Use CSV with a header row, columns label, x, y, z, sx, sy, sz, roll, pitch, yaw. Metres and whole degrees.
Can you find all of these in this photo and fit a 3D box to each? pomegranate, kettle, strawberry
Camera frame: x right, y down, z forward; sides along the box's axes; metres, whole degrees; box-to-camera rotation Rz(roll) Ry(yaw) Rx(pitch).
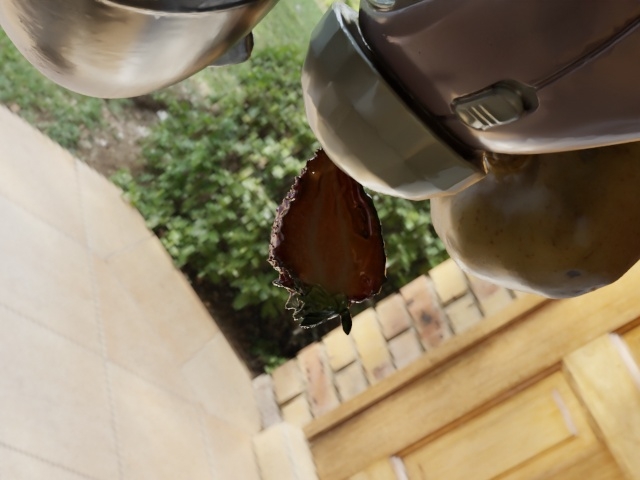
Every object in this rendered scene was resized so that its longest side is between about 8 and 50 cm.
label,x,y,z,sx,sy,sz,roll,pitch,yaw
pomegranate,0.295,-0.082,1.328,0.342,0.342,0.342,50,18,-22
kettle,-0.135,-0.173,0.584,0.207,0.251,0.271,65,-24,8
strawberry,-0.001,0.004,1.087,0.192,0.140,0.085,62,-25,-9

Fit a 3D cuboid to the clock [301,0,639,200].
label,x,y,z,sx,sy,sz,roll,pitch,yaw
clock,0.157,-0.185,0.600,0.184,0.326,0.342,48,60,-24
